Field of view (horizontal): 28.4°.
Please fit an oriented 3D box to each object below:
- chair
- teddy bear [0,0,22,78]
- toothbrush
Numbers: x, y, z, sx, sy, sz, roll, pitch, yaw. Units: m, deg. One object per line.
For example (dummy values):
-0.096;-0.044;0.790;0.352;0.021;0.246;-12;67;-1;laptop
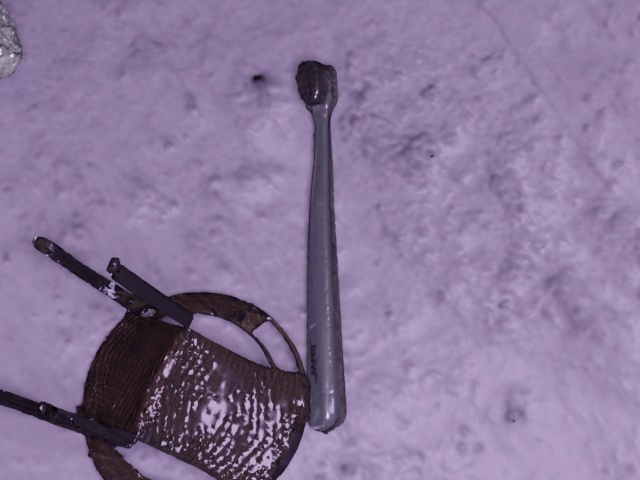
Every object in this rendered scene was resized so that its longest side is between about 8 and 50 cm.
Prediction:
-0.125;0.102;0.931;0.213;0.149;0.174;32;75;-28;chair
-0.328;-0.215;1.015;0.213;0.133;0.111;17;56;22;teddy bear
0.000;0.000;0.979;0.030;0.030;0.297;-9;74;28;toothbrush
